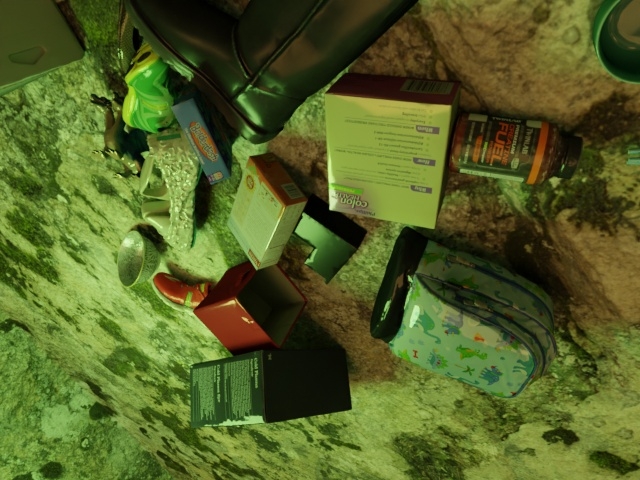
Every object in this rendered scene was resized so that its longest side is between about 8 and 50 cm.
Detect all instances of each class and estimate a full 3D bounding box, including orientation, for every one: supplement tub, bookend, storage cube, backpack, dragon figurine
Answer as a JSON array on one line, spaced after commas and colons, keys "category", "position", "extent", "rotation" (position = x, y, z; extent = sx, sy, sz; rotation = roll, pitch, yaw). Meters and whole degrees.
[{"category": "supplement tub", "position": [0.324, -0.153, 0.761], "extent": [0.198, 0.106, 0.106], "rotation": [11, 130, 18]}, {"category": "bookend", "position": [0.000, 0.000, 1.070], "extent": [0.156, 0.072, 0.157], "rotation": [34, 134, -1]}, {"category": "storage cube", "position": [-0.189, 0.183, 1.238], "extent": [0.193, 0.183, 0.215], "rotation": [-20, 115, 38]}, {"category": "backpack", "position": [0.306, 0.167, 0.957], "extent": [0.356, 0.273, 0.290], "rotation": [14, 126, 0]}, {"category": "dragon figurine", "position": [-0.459, -0.224, 1.108], "extent": [0.085, 0.144, 0.289], "rotation": [0, 145, 25]}]

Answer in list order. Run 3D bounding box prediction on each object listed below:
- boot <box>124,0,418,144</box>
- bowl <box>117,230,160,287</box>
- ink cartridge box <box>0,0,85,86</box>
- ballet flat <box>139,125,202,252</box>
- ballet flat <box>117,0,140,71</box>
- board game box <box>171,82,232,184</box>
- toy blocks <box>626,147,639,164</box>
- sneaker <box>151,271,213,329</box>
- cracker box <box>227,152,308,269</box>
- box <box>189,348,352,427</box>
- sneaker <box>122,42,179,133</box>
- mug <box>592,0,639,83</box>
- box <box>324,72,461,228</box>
[{"category": "boot", "position": [-0.077, -0.414, 0.719], "extent": [0.367, 0.146, 0.445], "rotation": [43, 134, -15]}, {"category": "bowl", "position": [-0.539, 0.058, 1.364], "extent": [0.170, 0.080, 0.170], "rotation": [-8, 78, 41]}, {"category": "ink cartridge box", "position": [-0.770, -0.394, 0.995], "extent": [0.385, 0.279, 0.160], "rotation": [-6, 122, 29]}, {"category": "ballet flat", "position": [-0.371, -0.113, 1.096], "extent": [0.147, 0.147, 0.408], "rotation": [28, 137, 4]}, {"category": "ballet flat", "position": [-0.370, -0.449, 0.897], "extent": [0.058, 0.084, 0.249], "rotation": [4, 135, -23]}, {"category": "board game box", "position": [-0.232, -0.226, 0.915], "extent": [0.047, 0.210, 0.160], "rotation": [-22, 120, 1]}, {"category": "toy blocks", "position": [0.554, -0.157, 0.676], "extent": [0.148, 0.054, 0.123], "rotation": [3, 128, 25]}, {"category": "sneaker", "position": [-0.386, 0.165, 1.401], "extent": [0.279, 0.107, 0.118], "rotation": [31, 115, -4]}, {"category": "cracker box", "position": [-0.130, -0.063, 1.043], "extent": [0.155, 0.067, 0.232], "rotation": [54, 138, 22]}, {"category": "box", "position": [-0.141, 0.420, 1.291], "extent": [0.313, 0.178, 0.343], "rotation": [-22, 156, 37]}, {"category": "sneaker", "position": [-0.338, -0.315, 0.948], "extent": [0.124, 0.109, 0.295], "rotation": [25, 159, -18]}, {"category": "mug", "position": [0.444, -0.277, 0.603], "extent": [0.130, 0.097, 0.157], "rotation": [-21, 116, 37]}, {"category": "box", "position": [0.130, -0.167, 0.838], "extent": [0.214, 0.117, 0.242], "rotation": [11, 130, 18]}]
